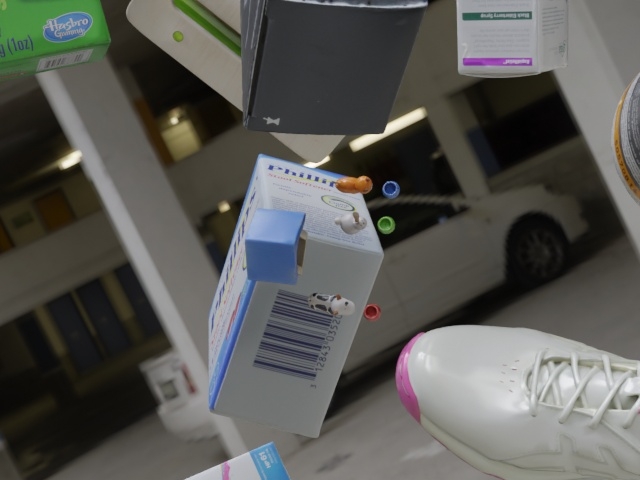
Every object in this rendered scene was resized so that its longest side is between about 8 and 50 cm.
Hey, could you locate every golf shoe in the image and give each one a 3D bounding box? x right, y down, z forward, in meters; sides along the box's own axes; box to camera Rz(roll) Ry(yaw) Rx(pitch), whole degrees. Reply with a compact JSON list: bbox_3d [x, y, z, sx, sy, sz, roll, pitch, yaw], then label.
[{"bbox_3d":[0.206,0.111,0.835,0.140,0.306,0.115,116,170,-57],"label":"golf shoe"}]

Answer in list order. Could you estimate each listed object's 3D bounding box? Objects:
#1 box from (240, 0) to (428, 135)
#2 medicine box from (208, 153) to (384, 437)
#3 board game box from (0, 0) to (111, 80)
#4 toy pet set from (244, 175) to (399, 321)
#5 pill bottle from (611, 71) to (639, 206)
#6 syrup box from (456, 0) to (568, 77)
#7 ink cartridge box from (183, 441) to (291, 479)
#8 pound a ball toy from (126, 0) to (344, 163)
[{"bbox_3d":[0.001,-0.200,0.885,0.108,0.207,0.153,1,-28,-9],"label":"box"},{"bbox_3d":[-0.043,0.064,1.626,0.149,0.263,0.289,15,19,-12],"label":"medicine box"},{"bbox_3d":[-0.327,-0.277,0.993,0.242,0.316,0.064,-16,-2,-19],"label":"board game box"},{"bbox_3d":[0.000,0.000,1.040,0.114,0.122,0.065,6,-6,10],"label":"toy pet set"},{"bbox_3d":[0.325,-0.102,0.903,0.162,0.162,0.278,-27,-7,-7],"label":"pill bottle"},{"bbox_3d":[0.198,-0.291,1.286,0.096,0.237,0.093,6,15,30],"label":"syrup box"},{"bbox_3d":[-0.099,0.262,1.290,0.122,0.052,0.088,-22,-15,-18],"label":"ink cartridge box"},{"bbox_3d":[-0.074,-0.258,1.418,0.136,0.319,0.208,-48,8,23],"label":"pound a ball toy"}]
